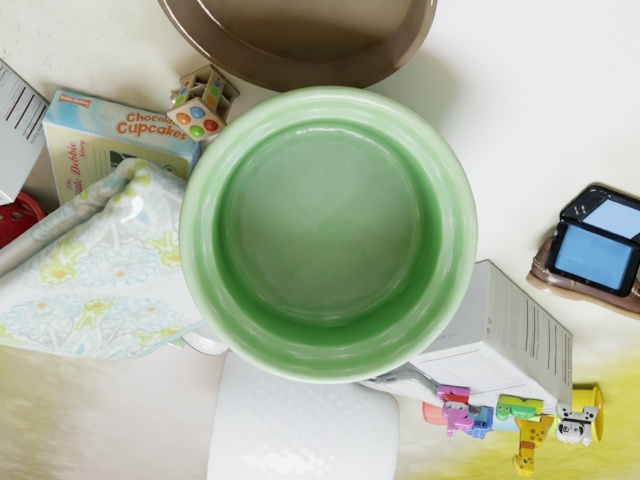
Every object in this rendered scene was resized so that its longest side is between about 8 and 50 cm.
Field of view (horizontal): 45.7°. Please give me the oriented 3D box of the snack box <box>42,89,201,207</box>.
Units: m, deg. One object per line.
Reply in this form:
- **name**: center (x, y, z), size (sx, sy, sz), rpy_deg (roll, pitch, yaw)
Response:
- **snack box**: center (-0.266, -0.061, 1.057), size (0.187, 0.060, 0.322), rpy_deg (13, 147, -3)

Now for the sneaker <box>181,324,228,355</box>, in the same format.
- **sneaker**: center (-0.245, 0.085, 1.261), size (0.262, 0.099, 0.121), rpy_deg (26, 125, -17)

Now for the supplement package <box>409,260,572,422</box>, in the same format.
- **supplement package**: center (0.258, 0.160, 1.138), size (0.139, 0.134, 0.244), rpy_deg (-20, 135, 40)

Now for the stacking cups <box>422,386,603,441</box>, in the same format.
- **stacking cups**: center (0.345, 0.308, 1.385), size (0.316, 0.096, 0.096), rpy_deg (-4, 143, 31)

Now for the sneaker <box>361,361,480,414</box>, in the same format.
- **sneaker**: center (0.172, 0.230, 1.329), size (0.297, 0.111, 0.129), rpy_deg (18, 162, 0)

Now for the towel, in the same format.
- **towel**: center (-0.257, 0.053, 1.037), size (0.374, 0.090, 0.320), rpy_deg (-30, 150, 22)

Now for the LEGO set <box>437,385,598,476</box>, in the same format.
- **LEGO set**: center (0.280, 0.287, 1.111), size (0.227, 0.093, 0.087), rpy_deg (5, 146, 10)

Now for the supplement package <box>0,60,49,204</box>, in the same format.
- **supplement package**: center (-0.478, -0.146, 0.924), size (0.194, 0.149, 0.203), rpy_deg (-11, 139, 32)

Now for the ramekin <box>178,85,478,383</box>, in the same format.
- **ramekin**: center (0.006, -0.011, 0.830), size (0.303, 0.303, 0.148), rpy_deg (17, -173, -5)

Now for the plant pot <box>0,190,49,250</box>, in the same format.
- **plant pot**: center (-0.478, 0.041, 1.171), size (0.191, 0.191, 0.174), rpy_deg (5, 152, 12)

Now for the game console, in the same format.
- **game console**: center (0.355, 0.003, 0.928), size (0.122, 0.071, 0.107), rpy_deg (19, 147, -9)

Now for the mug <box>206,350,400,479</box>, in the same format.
- **mug**: center (-0.031, 0.398, 1.382), size (0.328, 0.374, 0.276), rpy_deg (7, 142, -1)

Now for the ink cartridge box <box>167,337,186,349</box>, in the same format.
- **ink cartridge box**: center (-0.341, 0.145, 1.402), size (0.171, 0.056, 0.235), rpy_deg (24, 169, -16)

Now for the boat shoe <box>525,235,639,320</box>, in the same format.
- **boat shoe**: center (0.375, 0.052, 0.997), size (0.207, 0.073, 0.073), rpy_deg (16, 107, -16)

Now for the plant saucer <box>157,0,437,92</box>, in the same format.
- **plant saucer**: center (-0.027, -0.248, 0.715), size (0.278, 0.041, 0.278), rpy_deg (9, 147, 6)

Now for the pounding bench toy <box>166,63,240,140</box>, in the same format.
- **pounding bench toy**: center (-0.147, -0.151, 0.877), size (0.083, 0.065, 0.052), rpy_deg (-14, 138, 36)
